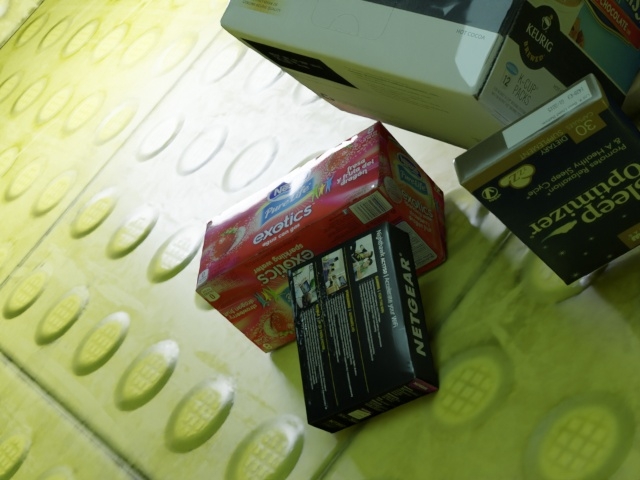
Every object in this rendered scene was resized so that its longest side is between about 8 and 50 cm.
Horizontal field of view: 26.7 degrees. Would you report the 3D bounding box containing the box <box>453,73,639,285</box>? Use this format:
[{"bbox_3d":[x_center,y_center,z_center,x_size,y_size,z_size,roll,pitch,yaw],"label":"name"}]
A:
[{"bbox_3d":[0.231,-0.038,1.163,0.136,0.225,0.036,-33,46,21],"label":"box"}]

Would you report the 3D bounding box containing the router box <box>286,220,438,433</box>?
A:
[{"bbox_3d":[0.039,0.087,1.358,0.133,0.046,0.179,-26,56,29],"label":"router box"}]

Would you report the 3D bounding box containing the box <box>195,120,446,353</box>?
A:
[{"bbox_3d":[0.000,0.000,1.491,0.257,0.128,0.122,-29,33,26],"label":"box"}]

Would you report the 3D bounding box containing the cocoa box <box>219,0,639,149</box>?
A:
[{"bbox_3d":[0.123,-0.235,1.343,0.347,0.231,0.228,22,85,41],"label":"cocoa box"}]
